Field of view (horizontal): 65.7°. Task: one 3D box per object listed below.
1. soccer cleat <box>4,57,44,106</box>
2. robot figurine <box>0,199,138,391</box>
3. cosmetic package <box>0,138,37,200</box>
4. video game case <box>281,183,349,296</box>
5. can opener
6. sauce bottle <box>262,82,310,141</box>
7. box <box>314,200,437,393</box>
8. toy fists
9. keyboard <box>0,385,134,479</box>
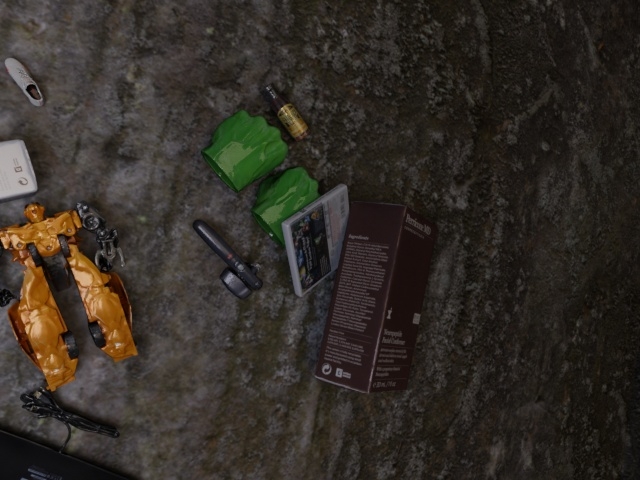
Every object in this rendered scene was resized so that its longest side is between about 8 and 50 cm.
[{"bbox_3d":[-0.471,-0.255,0.792,0.029,0.036,0.083,-36,109,-26],"label":"soccer cleat"},{"bbox_3d":[-0.417,0.079,0.802,0.211,0.085,0.290,-21,102,-30],"label":"robot figurine"},{"bbox_3d":[-0.542,-0.078,0.707,0.231,0.117,0.085,-18,99,-31],"label":"cosmetic package"},{"bbox_3d":[0.000,0.000,1.034,0.173,0.022,0.190,-37,136,-32],"label":"video game case"},{"bbox_3d":[-0.180,0.032,0.959,0.073,0.059,0.186,-44,112,-22],"label":"can opener"},{"bbox_3d":[-0.073,-0.267,1.030,0.042,0.042,0.128,-49,113,-21],"label":"sauce bottle"},{"bbox_3d":[0.128,0.123,1.069,0.191,0.143,0.380,20,78,-55],"label":"box"},{"bbox_3d":[-0.104,-0.125,0.985,0.142,0.096,0.279,-44,114,-14],"label":"toy fists"},{"bbox_3d":[-0.444,0.365,0.821,0.317,0.033,0.201,38,78,-27],"label":"keyboard"}]
